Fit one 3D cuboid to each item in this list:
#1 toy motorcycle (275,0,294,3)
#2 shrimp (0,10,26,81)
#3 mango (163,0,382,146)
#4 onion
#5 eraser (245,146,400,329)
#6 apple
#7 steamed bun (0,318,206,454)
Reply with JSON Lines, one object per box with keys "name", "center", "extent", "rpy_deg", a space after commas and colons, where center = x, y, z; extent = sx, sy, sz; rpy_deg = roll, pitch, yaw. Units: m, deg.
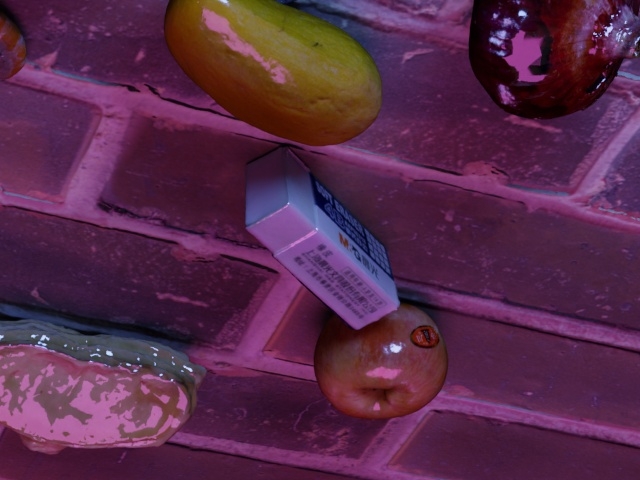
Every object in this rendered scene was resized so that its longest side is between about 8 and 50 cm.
{"name": "toy motorcycle", "center": [-0.032, -0.360, 1.788], "extent": [0.106, 0.074, 0.190], "rpy_deg": [26, 133, -17]}
{"name": "shrimp", "center": [-0.447, -0.256, 1.888], "extent": [0.132, 0.051, 0.187], "rpy_deg": [-15, 141, 13]}
{"name": "mango", "center": [-0.064, -0.218, 1.880], "extent": [0.332, 0.142, 0.195], "rpy_deg": [25, 154, -31]}
{"name": "onion", "center": [0.291, -0.262, 1.789], "extent": [0.219, 0.252, 0.252], "rpy_deg": [22, 158, 41]}
{"name": "eraser", "center": [0.000, 0.000, 2.161], "extent": [0.086, 0.130, 0.287], "rpy_deg": [-27, 133, 21]}
{"name": "apple", "center": [0.097, 0.181, 2.352], "extent": [0.210, 0.164, 0.209], "rpy_deg": [2, 142, 2]}
{"name": "steamed bun", "center": [-0.412, 0.235, 2.394], "extent": [0.428, 0.189, 0.247], "rpy_deg": [8, 109, -15]}
